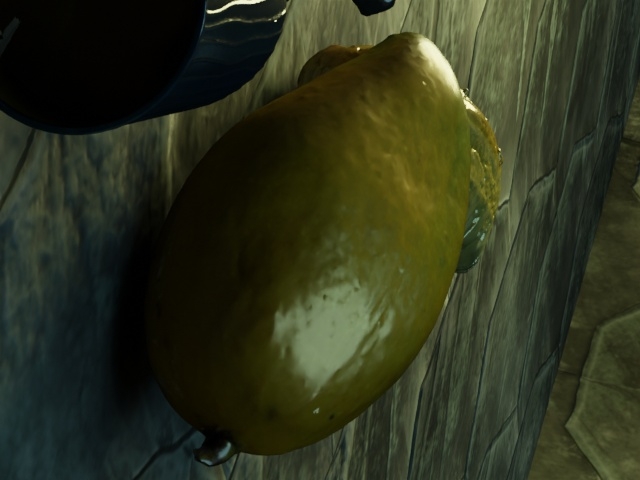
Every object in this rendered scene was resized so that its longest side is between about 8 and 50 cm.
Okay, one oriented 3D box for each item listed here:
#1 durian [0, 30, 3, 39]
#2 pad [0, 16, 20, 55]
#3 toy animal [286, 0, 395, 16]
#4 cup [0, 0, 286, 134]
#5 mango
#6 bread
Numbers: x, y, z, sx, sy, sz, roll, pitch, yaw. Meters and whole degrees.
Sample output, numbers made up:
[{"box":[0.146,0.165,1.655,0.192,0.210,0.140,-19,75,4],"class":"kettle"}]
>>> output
[{"box":[-0.198,-0.008,0.542,0.186,0.119,0.108,-63,-160,-14],"class":"durian"},{"box":[-0.172,0.036,0.605,0.156,0.004,0.232,-36,-154,51],"class":"pad"},{"box":[0.007,-0.300,1.019,0.168,0.106,0.343,37,59,-66],"class":"toy animal"},{"box":[-0.080,-0.125,0.804,0.138,0.113,0.150,-26,128,-74],"class":"cup"},{"box":[0.000,0.000,1.086,0.176,0.119,0.317,46,58,-19],"class":"mango"},{"box":[0.052,-0.058,1.288,0.236,0.140,0.106,54,51,-68],"class":"bread"}]
